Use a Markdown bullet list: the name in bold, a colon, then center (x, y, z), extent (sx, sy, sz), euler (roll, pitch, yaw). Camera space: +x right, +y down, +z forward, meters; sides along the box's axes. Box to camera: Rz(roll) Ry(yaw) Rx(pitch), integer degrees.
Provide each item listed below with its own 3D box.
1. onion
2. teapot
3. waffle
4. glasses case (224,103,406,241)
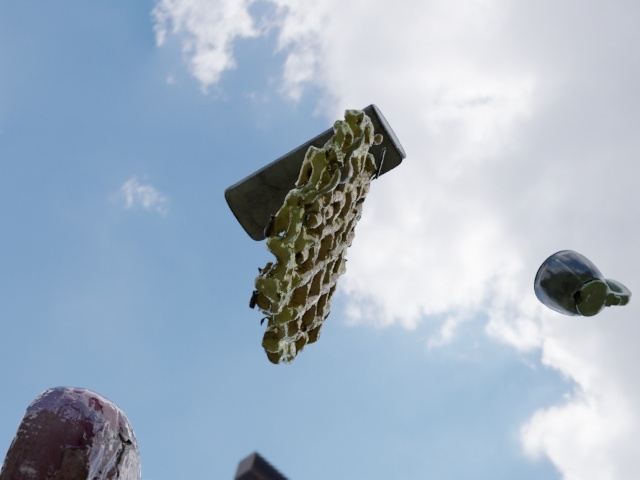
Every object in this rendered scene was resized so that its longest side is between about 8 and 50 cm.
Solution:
- **onion**: center (-0.310, 0.333, 1.044), extent (0.120, 0.283, 0.227), euler (5, -31, 22)
- **teapot**: center (0.379, 0.063, 1.190), extent (0.124, 0.091, 0.092), euler (-24, -62, -13)
- **waffle**: center (-0.003, -0.001, 0.932), extent (0.060, 0.280, 0.262), euler (20, -28, 12)
- **glasses case**: center (-0.012, -0.111, 1.402), extent (0.299, 0.060, 0.114), euler (-29, -71, 16)
